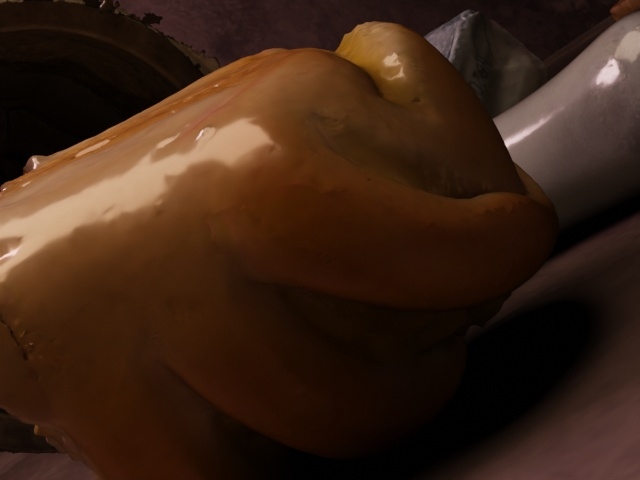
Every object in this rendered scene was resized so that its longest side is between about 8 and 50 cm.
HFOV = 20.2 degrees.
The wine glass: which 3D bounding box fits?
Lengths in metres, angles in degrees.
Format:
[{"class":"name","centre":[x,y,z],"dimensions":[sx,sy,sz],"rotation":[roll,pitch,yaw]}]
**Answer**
[{"class":"wine glass","centre":[0.194,-0.081,1.050],"dimensions":[0.231,0.103,0.103],"rotation":[-35,2,42]}]

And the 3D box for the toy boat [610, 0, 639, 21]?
[{"class":"toy boat","centre":[0.252,-0.136,1.133],"dimensions":[0.089,0.121,0.321],"rotation":[-43,10,-37]}]

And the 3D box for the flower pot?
[{"class":"flower pot","centre":[-0.193,-0.012,1.168],"dimensions":[0.290,0.290,0.259],"rotation":[-34,8,-14]}]

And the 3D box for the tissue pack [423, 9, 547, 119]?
[{"class":"tissue pack","centre":[0.000,0.000,1.228],"dimensions":[0.316,0.103,0.228],"rotation":[-30,28,42]}]

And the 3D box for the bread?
[{"class":"bread","centre":[-0.018,0.018,0.895],"dimensions":[0.270,0.211,0.315],"rotation":[-25,13,5]}]
